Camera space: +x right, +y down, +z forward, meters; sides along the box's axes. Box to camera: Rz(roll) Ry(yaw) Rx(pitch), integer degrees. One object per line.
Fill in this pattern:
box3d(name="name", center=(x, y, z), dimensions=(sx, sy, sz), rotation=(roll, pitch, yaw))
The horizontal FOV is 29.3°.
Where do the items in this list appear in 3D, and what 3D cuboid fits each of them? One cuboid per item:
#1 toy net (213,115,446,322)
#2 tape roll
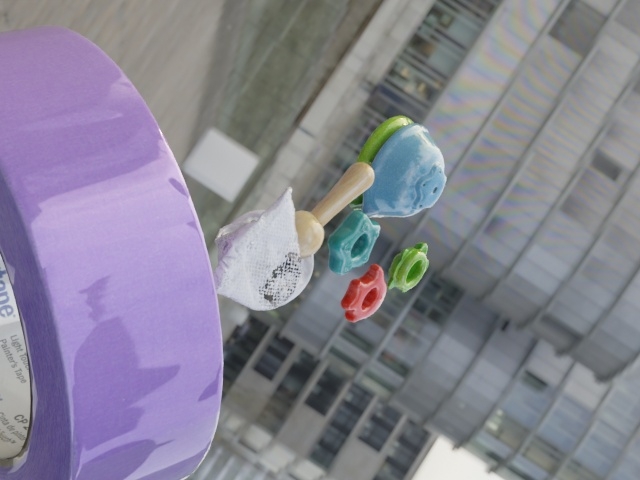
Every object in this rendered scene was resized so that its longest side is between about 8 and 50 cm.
box3d(name="toy net", center=(0.000, 0.000, 0.749), dimensions=(0.232, 0.045, 0.122), rotation=(-20, 133, -49))
box3d(name="tape roll", center=(-0.166, 0.023, 0.687), dimensions=(0.090, 0.275, 0.275), rotation=(-18, 155, -35))
